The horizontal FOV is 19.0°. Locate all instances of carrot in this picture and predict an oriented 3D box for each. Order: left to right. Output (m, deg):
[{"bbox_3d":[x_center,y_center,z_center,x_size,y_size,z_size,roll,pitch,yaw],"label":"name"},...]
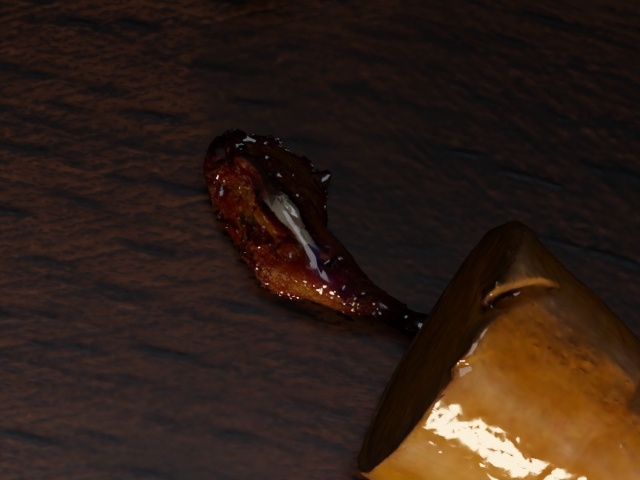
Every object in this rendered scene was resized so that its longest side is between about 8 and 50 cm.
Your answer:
[{"bbox_3d":[0.172,0.131,1.209,0.254,0.196,0.196,34,66,-4],"label":"carrot"}]

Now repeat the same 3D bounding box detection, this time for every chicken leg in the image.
[{"bbox_3d":[-0.006,0.002,1.323,0.093,0.053,0.205,-23,74,-32],"label":"chicken leg"}]
